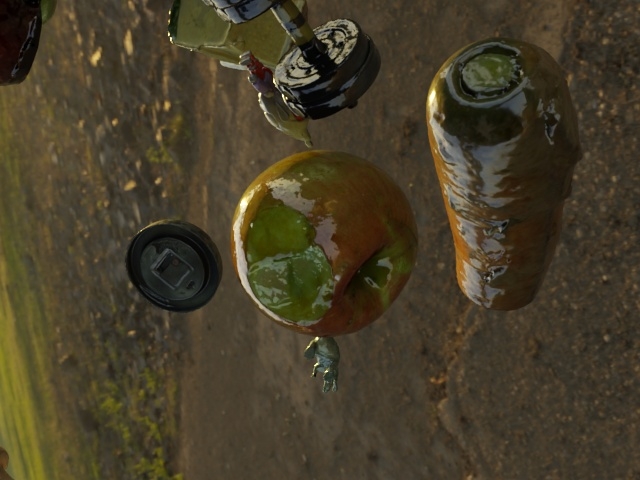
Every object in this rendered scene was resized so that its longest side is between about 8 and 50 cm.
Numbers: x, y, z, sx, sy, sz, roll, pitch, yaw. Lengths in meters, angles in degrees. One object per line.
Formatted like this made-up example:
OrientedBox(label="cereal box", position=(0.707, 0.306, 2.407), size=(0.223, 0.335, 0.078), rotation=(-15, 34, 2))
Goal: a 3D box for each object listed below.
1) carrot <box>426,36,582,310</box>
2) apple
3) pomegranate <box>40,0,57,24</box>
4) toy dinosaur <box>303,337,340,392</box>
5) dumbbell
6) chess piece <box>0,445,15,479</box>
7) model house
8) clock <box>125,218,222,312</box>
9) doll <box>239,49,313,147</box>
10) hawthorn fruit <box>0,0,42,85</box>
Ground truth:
OrientedBox(label="carrot", position=(0.176, -0.057, 0.670), size=(0.138, 0.139, 0.302), rotation=(55, 168, 35))
OrientedBox(label="apple", position=(0.000, 0.000, 1.240), size=(0.339, 0.340, 0.339), rotation=(32, 129, 53))
OrientedBox(label="pomegranate", position=(-0.583, -0.537, 1.272), size=(0.216, 0.359, 0.309), rotation=(97, 155, -43))
OrientedBox(label="toy dinosaur", position=(0.002, 0.221, 1.472), size=(0.129, 0.076, 0.383), rotation=(-90, -4, -52))
OrientedBox(label="dumbbell", position=(-0.045, -0.350, 1.101), size=(0.388, 0.185, 0.185), rotation=(48, 172, -38))
OrientedBox(label="chess piece", position=(-0.506, 0.339, 1.012), size=(0.307, 0.124, 0.139), rotation=(41, 164, 15))
OrientedBox(label="model house", position=(-0.181, -0.555, 1.708), size=(0.321, 0.266, 0.261), rotation=(23, 97, 48))
OrientedBox(label="clock", position=(-0.318, 0.056, 1.509), size=(0.042, 0.215, 0.215), rotation=(-63, -24, -65))
OrientedBox(label="doll", position=(-0.078, -0.265, 1.327), size=(0.227, 0.075, 0.102), rotation=(51, -160, -33))
OrientedBox(label="hawthorn fruit", position=(-0.453, -0.273, 0.804), size=(0.189, 0.251, 0.189), rotation=(-178, 90, -79))
